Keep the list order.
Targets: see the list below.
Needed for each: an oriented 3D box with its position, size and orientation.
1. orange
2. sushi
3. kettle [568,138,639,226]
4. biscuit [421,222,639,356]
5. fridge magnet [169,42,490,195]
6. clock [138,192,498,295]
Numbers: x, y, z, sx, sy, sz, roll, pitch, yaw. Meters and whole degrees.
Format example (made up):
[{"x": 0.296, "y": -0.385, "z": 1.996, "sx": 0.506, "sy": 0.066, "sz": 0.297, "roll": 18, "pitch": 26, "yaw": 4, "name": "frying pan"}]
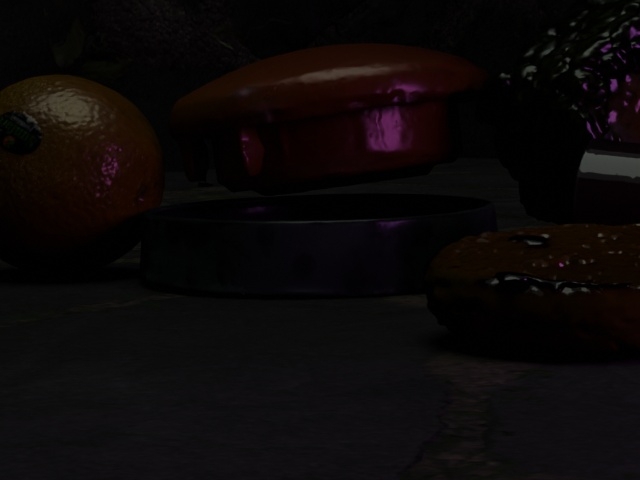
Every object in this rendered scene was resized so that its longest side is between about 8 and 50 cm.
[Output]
[{"x": -0.284, "y": -0.070, "z": 2.060, "sx": 0.236, "sy": 0.236, "sz": 0.236, "roll": -1, "pitch": 5, "yaw": 0, "name": "orange"}, {"x": 0.369, "y": -0.127, "z": 2.035, "sx": 0.352, "sy": 0.294, "sz": 0.178, "roll": -33, "pitch": 16, "yaw": -26, "name": "sushi"}, {"x": 0.356, "y": -0.006, "z": 1.720, "sx": 0.232, "sy": 0.144, "sz": 0.202, "roll": 7, "pitch": -2, "yaw": 19, "name": "kettle"}, {"x": 0.224, "y": 0.039, "z": 1.502, "sx": 0.296, "sy": 0.075, "sz": 0.296, "roll": -1, "pitch": 11, "yaw": 0, "name": "biscuit"}, {"x": 0.013, "y": -0.136, "z": 2.102, "sx": 0.363, "sy": 0.155, "sz": 0.363, "roll": -8, "pitch": 1, "yaw": 0, "name": "fridge magnet"}, {"x": 0.000, "y": 0.000, "z": 1.985, "sx": 0.386, "sy": 0.076, "sz": 0.386, "roll": -1, "pitch": 5, "yaw": 0, "name": "clock"}]
